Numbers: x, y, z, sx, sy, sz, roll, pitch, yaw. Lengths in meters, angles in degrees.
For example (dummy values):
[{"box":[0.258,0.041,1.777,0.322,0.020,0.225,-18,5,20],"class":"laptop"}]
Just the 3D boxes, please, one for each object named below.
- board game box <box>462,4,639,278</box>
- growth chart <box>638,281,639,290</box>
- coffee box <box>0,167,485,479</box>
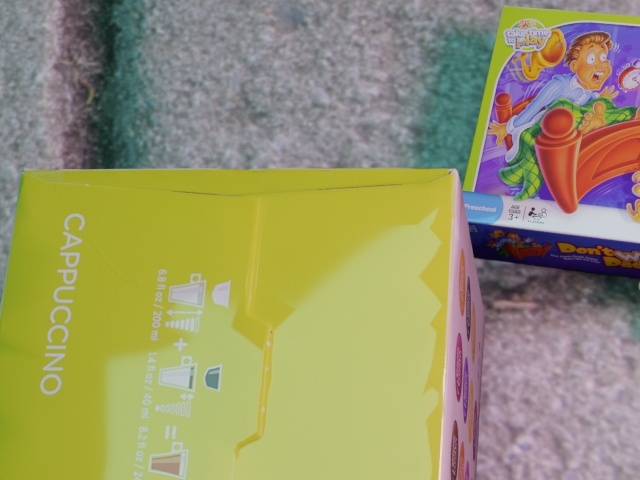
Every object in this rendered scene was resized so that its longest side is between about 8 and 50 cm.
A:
[{"box":[0.316,-0.083,1.497,0.347,0.078,0.233,7,66,16],"class":"board game box"},{"box":[0.398,0.065,1.378,0.237,0.021,0.172,41,113,10],"class":"growth chart"},{"box":[-0.054,0.157,1.293,0.338,0.334,0.337,1,68,9],"class":"coffee box"}]
